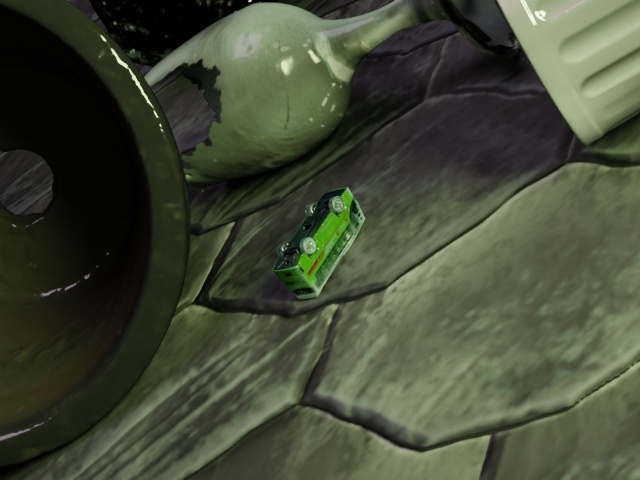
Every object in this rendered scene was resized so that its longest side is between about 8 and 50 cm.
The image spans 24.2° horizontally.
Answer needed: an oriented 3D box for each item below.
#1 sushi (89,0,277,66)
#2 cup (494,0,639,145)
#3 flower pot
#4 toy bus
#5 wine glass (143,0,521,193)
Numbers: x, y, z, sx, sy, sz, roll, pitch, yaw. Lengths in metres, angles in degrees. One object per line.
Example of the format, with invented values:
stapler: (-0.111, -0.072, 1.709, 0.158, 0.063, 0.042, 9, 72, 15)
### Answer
sushi: (-0.143, -0.325, 1.535, 0.218, 0.238, 0.225, 106, 166, -53)
cup: (0.198, -0.200, 0.924, 0.202, 0.221, 0.167, -28, 9, 15)
flower pot: (-0.260, -0.026, 1.188, 0.379, 0.379, 0.251, -35, 3, 9)
toy bus: (0.000, 0.000, 1.061, 0.031, 0.037, 0.083, -12, 35, 46)
wine glass: (0.002, -0.147, 1.198, 0.321, 0.143, 0.143, -26, 27, 30)
